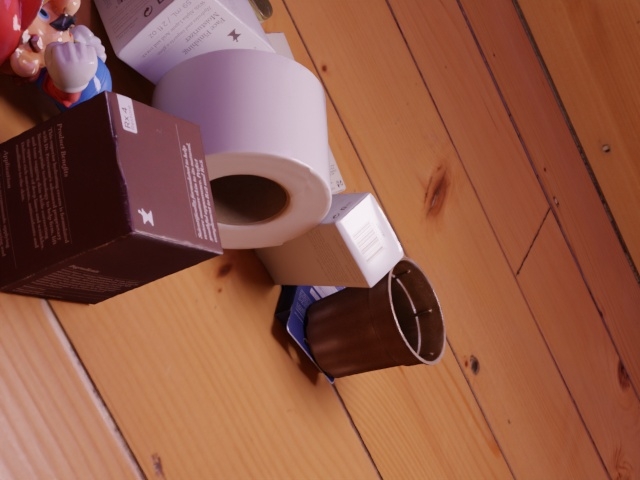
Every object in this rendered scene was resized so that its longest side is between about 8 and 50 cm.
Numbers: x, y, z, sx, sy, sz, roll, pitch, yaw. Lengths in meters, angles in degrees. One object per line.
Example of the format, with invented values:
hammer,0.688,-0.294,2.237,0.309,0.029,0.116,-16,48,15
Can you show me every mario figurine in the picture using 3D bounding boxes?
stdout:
mario figurine,-0.285,-0.217,1.407,0.320,0.198,0.170,47,56,-45

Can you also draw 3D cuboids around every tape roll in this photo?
tape roll,-0.110,-0.120,1.599,0.246,0.246,0.169,35,42,-48

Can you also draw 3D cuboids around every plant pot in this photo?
plant pot,0.077,0.128,1.776,0.167,0.165,0.167,40,39,-43

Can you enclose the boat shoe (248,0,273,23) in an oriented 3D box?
boat shoe,-0.140,-0.434,1.996,0.153,0.048,0.056,55,42,-13

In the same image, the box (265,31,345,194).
box,-0.069,-0.183,1.867,0.094,0.113,0.275,-24,94,-64

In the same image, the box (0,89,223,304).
box,-0.249,-0.040,1.330,0.167,0.203,0.169,17,57,-58

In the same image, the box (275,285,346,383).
box,-0.007,0.108,1.852,0.136,0.036,0.225,53,31,-28

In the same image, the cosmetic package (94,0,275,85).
cosmetic package,-0.190,-0.301,1.639,0.183,0.151,0.151,35,21,-46

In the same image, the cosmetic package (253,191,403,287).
cosmetic package,0.000,0.000,1.719,0.085,0.231,0.117,-42,115,-30
